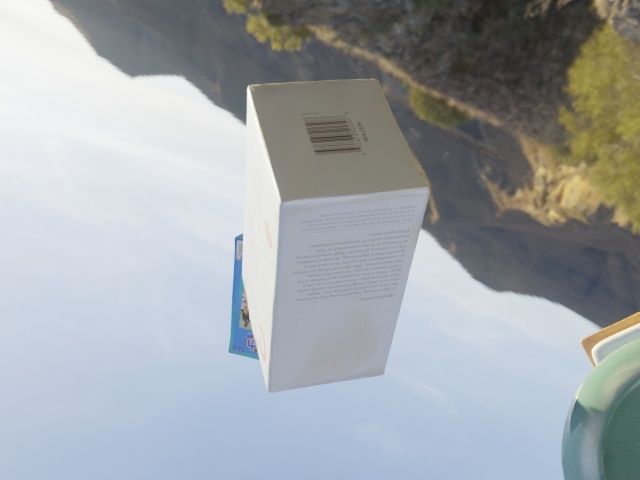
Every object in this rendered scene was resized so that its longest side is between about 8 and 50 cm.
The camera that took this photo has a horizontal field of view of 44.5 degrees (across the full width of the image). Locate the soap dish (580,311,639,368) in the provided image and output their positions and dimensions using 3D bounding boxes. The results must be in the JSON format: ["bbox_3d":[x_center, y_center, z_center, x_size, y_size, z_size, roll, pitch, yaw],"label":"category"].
[{"bbox_3d":[0.549,0.222,1.117,0.118,0.229,0.290,-3,-117,-60],"label":"soap dish"}]

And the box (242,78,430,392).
[{"bbox_3d":[0.000,0.000,0.997,0.168,0.345,0.215,-6,-133,-13],"label":"box"}]

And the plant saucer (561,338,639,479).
[{"bbox_3d":[0.464,0.273,0.977,0.318,0.317,0.044,28,174,3],"label":"plant saucer"}]

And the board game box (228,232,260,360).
[{"bbox_3d":[-0.068,0.102,1.301,0.160,0.210,0.047,12,-162,18],"label":"board game box"}]
